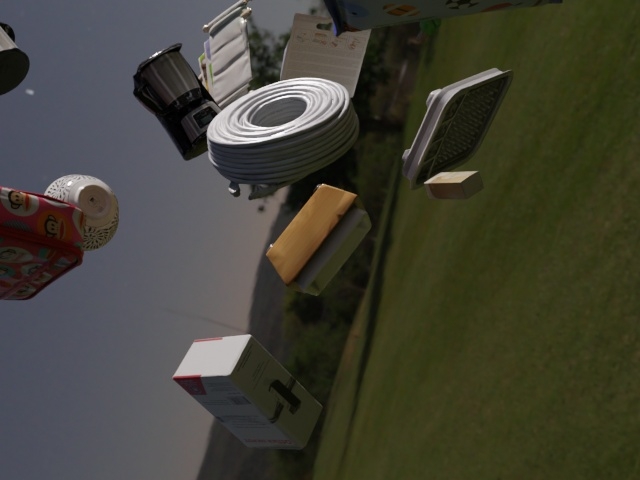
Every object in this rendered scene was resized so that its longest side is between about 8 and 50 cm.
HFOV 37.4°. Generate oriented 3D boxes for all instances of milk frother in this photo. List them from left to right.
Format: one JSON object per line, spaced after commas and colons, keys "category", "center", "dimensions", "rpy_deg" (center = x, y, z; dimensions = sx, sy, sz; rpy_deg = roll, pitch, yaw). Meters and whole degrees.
{"category": "milk frother", "center": [-0.464, -0.268, 1.342], "dimensions": [0.143, 0.134, 0.129], "rpy_deg": [-22, -26, -45]}

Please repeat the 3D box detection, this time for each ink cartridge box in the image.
{"category": "ink cartridge box", "center": [-0.157, 0.338, 2.084], "dimensions": [0.197, 0.273, 0.114], "rpy_deg": [-10, 40, 43]}
{"category": "ink cartridge box", "center": [0.011, -0.451, 2.258], "dimensions": [0.232, 0.189, 0.066], "rpy_deg": [105, 169, -46]}

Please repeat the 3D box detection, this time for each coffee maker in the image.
{"category": "coffee maker", "center": [-0.245, -0.246, 1.718], "dimensions": [0.120, 0.178, 0.171], "rpy_deg": [-34, -1, 3]}

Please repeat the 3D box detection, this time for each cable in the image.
{"category": "cable", "center": [-0.066, -0.185, 1.574], "dimensions": [0.257, 0.257, 0.089], "rpy_deg": [50, 160, 56]}

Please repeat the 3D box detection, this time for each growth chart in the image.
{"category": "growth chart", "center": [-0.182, -0.339, 1.810], "dimensions": [0.172, 0.021, 0.237], "rpy_deg": [-18, 69, 41]}

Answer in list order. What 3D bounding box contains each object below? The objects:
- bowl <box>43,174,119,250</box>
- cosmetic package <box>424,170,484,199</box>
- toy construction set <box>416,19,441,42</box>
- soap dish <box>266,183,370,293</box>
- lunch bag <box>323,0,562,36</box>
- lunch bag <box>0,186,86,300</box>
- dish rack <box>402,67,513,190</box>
{"category": "bowl", "center": [-0.483, -0.069, 1.958], "dimensions": [0.080, 0.170, 0.170], "rpy_deg": [-27, 37, 51]}
{"category": "cosmetic package", "center": [0.281, -0.116, 1.990], "dimensions": [0.060, 0.115, 0.041], "rpy_deg": [-32, -71, -32]}
{"category": "toy construction set", "center": [0.225, -0.591, 1.787], "dimensions": [0.309, 0.257, 0.237], "rpy_deg": [-44, -7, -32]}
{"category": "soap dish", "center": [0.000, 0.000, 1.993], "dimensions": [0.229, 0.118, 0.291], "rpy_deg": [-52, -8, -1]}
{"category": "lunch bag", "center": [0.139, -0.404, 1.121], "dimensions": [0.385, 0.328, 0.238], "rpy_deg": [52, -149, -80]}
{"category": "lunch bag", "center": [-0.540, 0.012, 1.639], "dimensions": [0.293, 0.258, 0.120], "rpy_deg": [-28, 56, 45]}
{"category": "dish rack", "center": [0.322, -0.284, 2.291], "dimensions": [0.333, 0.072, 0.285], "rpy_deg": [-27, -34, -46]}
